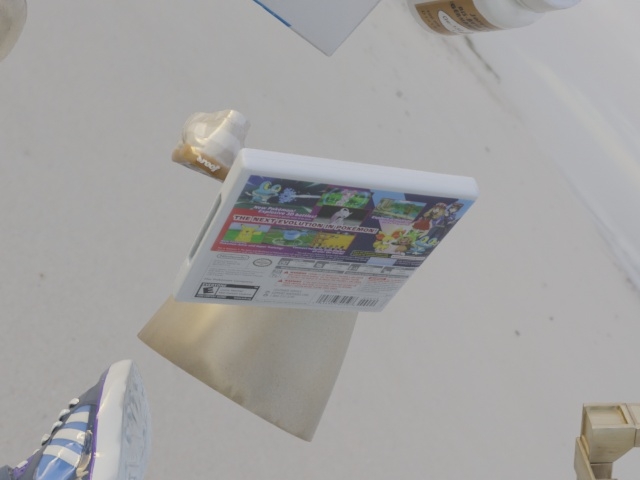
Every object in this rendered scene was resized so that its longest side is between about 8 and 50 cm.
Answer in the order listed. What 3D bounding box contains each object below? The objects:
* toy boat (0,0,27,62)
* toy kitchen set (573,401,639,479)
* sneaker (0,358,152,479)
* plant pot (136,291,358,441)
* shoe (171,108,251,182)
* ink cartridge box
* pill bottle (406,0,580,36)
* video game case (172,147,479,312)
[{"bbox_3d":[-0.389,-0.242,0.732,0.318,0.267,0.148,46,46,-59],"label":"toy boat"},{"bbox_3d":[0.234,0.174,0.683,0.068,0.075,0.083,-86,174,-65],"label":"toy kitchen set"},{"bbox_3d":[-0.345,0.283,1.141,0.323,0.236,0.130,-96,175,-55],"label":"sneaker"},{"bbox_3d":[-0.051,0.072,1.176,0.256,0.274,0.256,31,-8,5],"label":"plant pot"},{"bbox_3d":[-0.096,-0.087,0.869,0.076,0.058,0.219,25,0,-11],"label":"shoe"},{"bbox_3d":[-0.031,-0.384,1.133,0.171,0.168,0.233,26,24,-45],"label":"ink cartridge box"},{"bbox_3d":[0.218,-0.325,1.135,0.131,0.131,0.229,40,-14,-28],"label":"pill bottle"},{"bbox_3d":[0.000,0.000,0.751,0.201,0.183,0.023,5,53,-25],"label":"video game case"}]
